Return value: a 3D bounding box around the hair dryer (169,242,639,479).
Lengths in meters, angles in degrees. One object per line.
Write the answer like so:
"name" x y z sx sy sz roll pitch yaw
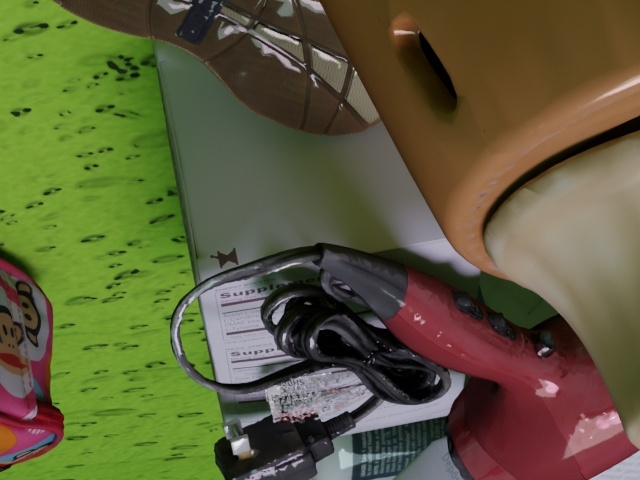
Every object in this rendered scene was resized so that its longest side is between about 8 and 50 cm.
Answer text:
"hair dryer" 0.084 0.063 0.875 0.293 0.080 0.223 -13 155 -6

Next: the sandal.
"sandal" -0.038 -0.103 0.801 0.180 0.049 0.072 23 133 -22

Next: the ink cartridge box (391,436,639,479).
"ink cartridge box" 0.215 0.128 1.110 0.308 0.091 0.385 11 131 -42

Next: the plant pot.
"plant pot" 0.119 -0.113 0.676 0.291 0.203 0.291 -10 158 -4

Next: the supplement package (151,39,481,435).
"supplement package" 0.000 0.000 0.957 0.133 0.139 0.244 -11 157 -4

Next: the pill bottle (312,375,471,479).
"pill bottle" 0.034 0.115 1.287 0.180 0.108 0.108 -7 157 -12

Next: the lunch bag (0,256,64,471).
"lunch bag" -0.306 0.071 1.008 0.258 0.120 0.293 -16 159 19

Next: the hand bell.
"hand bell" 0.140 0.094 0.592 0.126 0.242 0.126 -11 158 -4

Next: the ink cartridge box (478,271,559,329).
"ink cartridge box" 0.322 0.001 1.112 0.395 0.151 0.270 -3 156 -16
